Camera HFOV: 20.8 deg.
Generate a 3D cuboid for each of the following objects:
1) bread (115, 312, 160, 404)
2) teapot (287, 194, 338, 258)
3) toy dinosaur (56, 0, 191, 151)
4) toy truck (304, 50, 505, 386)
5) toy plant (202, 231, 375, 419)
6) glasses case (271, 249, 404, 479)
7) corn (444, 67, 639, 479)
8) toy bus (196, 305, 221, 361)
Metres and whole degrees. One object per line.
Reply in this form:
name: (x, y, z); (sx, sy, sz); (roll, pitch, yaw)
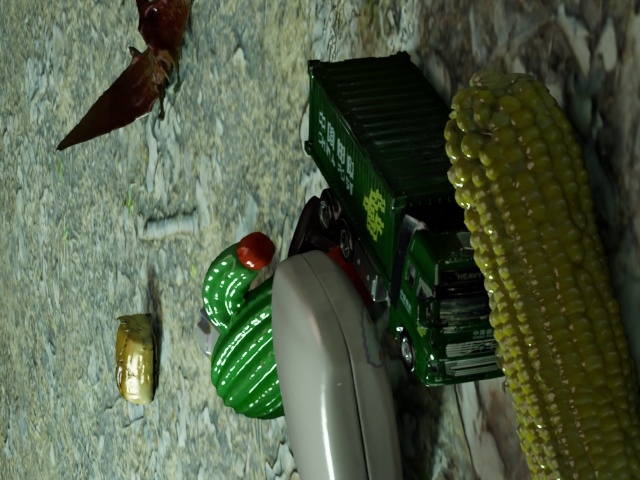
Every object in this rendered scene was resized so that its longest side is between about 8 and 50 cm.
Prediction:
bread: (-0.221, 0.141, 2.085); (0.072, 0.053, 0.106); (-117, 24, -53)
teapot: (0.000, 0.000, 1.451); (0.100, 0.045, 0.067); (-122, 53, -85)
toy dinosaur: (-0.206, -0.226, 1.868); (0.327, 0.113, 0.206); (159, 105, -68)
toy truck: (0.065, -0.017, 1.203); (0.259, 0.088, 0.121); (-119, 26, -51)
toy plant: (-0.026, 0.064, 1.416); (0.155, 0.088, 0.240); (23, 138, 17)
glasses case: (0.015, 0.136, 1.328); (0.113, 0.075, 0.296); (-122, 18, -47)
corn: (0.134, 0.036, 1.027); (0.086, 0.087, 0.288); (137, 123, -66)
toy bus: (-0.083, 0.098, 1.681); (0.102, 0.058, 0.052); (-141, 49, -63)
